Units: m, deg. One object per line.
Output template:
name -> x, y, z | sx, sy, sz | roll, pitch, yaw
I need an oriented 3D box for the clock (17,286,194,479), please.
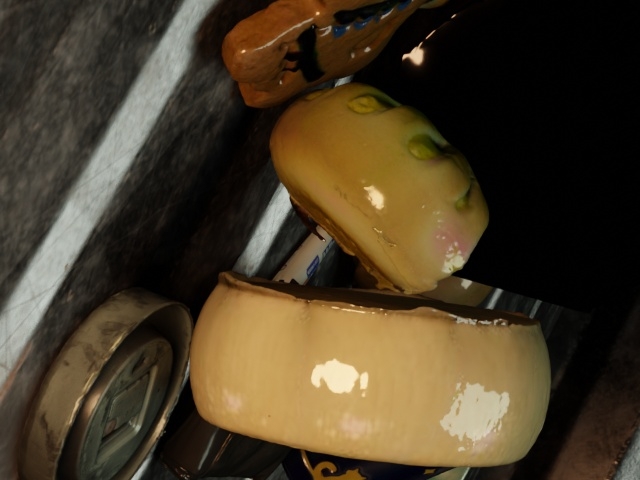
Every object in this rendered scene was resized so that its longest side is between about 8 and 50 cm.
clock -> -0.194, 0.149, 1.463 | 0.226, 0.049, 0.226 | -54, 159, -32

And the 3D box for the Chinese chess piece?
Chinese chess piece -> 0.047, 0.117, 1.502 | 0.338, 0.338, 0.140 | 5, 94, -71

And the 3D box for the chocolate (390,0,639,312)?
chocolate -> 0.252, -0.148, 1.856 | 0.331, 0.383, 0.384 | -85, -165, -75

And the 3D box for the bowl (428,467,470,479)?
bowl -> 0.119, 0.311, 2.352 | 0.307, 0.163, 0.307 | -53, 160, -30

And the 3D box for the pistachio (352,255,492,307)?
pistachio -> 0.147, 0.027, 2.026 | 0.260, 0.212, 0.163 | 83, 2, -79

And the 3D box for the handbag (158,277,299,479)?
handbag -> -0.055, 0.165, 1.761 | 0.247, 0.080, 0.223 | -55, 163, 4

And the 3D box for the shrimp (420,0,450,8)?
shrimp -> 0.114, -0.357, 1.591 | 0.445, 0.085, 0.272 | -27, 134, -66

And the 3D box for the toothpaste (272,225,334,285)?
toothpaste -> 0.000, 0.000, 1.826 | 0.218, 0.033, 0.052 | -53, 167, -38

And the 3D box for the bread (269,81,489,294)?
bread -> 0.058, -0.067, 1.521 | 0.158, 0.260, 0.156 | -40, 157, -10

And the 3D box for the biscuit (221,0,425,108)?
biscuit -> 0.042, -0.218, 1.419 | 0.301, 0.043, 0.278 | -42, 167, 29

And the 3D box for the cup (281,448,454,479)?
cup -> 0.068, 0.184, 1.966 | 0.256, 0.255, 0.178 | -28, 176, 26
